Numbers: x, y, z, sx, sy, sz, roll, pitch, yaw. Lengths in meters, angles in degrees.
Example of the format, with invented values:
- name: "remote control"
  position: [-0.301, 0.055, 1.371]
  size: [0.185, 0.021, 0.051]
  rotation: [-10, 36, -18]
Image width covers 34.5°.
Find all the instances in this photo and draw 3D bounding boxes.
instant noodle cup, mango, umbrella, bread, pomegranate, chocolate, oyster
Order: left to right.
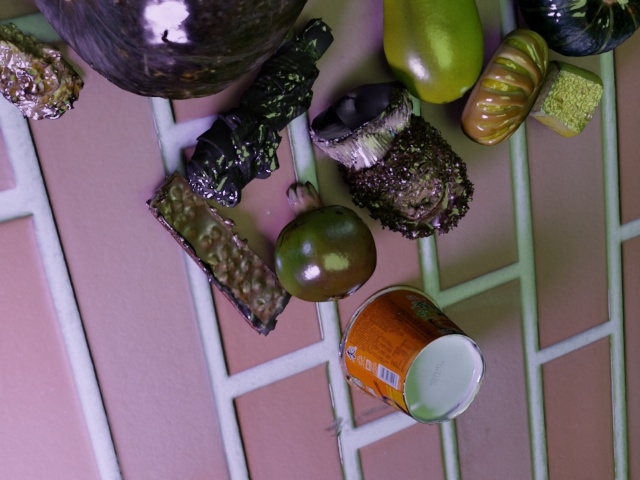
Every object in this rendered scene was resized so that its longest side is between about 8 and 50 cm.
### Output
- name: "oyster"
  position: [-0.417, -0.245, 1.469]
  size: [0.105, 0.056, 0.177]
  rotation: [-37, 125, -4]
- name: "chocolate"
  position: [-0.167, 0.025, 1.693]
  size: [0.329, 0.065, 0.102]
  rotation: [51, 61, -32]
- name: "umbrella"
  position: [-0.084, -0.198, 1.633]
  size: [0.128, 0.154, 0.336]
  rotation: [36, 66, -3]
- name: "pomegranate"
  position: [0.000, 0.000, 1.725]
  size: [0.180, 0.180, 0.209]
  rotation: [-18, 76, -22]
- name: "instant noodle cup"
  position: [0.176, 0.217, 1.873]
  size: [0.230, 0.182, 0.230]
  rotation: [-9, 110, -26]
- name: "mango"
  position: [0.176, -0.367, 1.698]
  size: [0.175, 0.143, 0.293]
  rotation: [-27, 110, -23]
- name: "bread"
  position: [0.325, -0.262, 1.783]
  size: [0.213, 0.105, 0.213]
  rotation: [-54, 167, -18]
- name: "bread"
  position: [0.440, -0.264, 1.892]
  size: [0.114, 0.111, 0.129]
  rotation: [20, 99, -28]

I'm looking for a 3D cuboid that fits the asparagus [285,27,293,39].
- name: "asparagus"
  position: [-0.149, -0.362, 1.589]
  size: [0.248, 0.025, 0.024]
  rotation: [16, 141, -32]

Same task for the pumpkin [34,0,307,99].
- name: "pumpkin"
  position: [-0.196, -0.401, 1.298]
  size: [0.344, 0.454, 0.454]
  rotation: [-32, 120, -31]

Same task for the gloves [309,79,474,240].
- name: "gloves"
  position: [0.135, -0.133, 1.755]
  size: [0.210, 0.135, 0.312]
  rotation: [-41, 121, -10]

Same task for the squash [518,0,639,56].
- name: "squash"
  position: [0.465, -0.447, 1.809]
  size: [0.252, 0.165, 0.252]
  rotation: [-8, 110, -22]
